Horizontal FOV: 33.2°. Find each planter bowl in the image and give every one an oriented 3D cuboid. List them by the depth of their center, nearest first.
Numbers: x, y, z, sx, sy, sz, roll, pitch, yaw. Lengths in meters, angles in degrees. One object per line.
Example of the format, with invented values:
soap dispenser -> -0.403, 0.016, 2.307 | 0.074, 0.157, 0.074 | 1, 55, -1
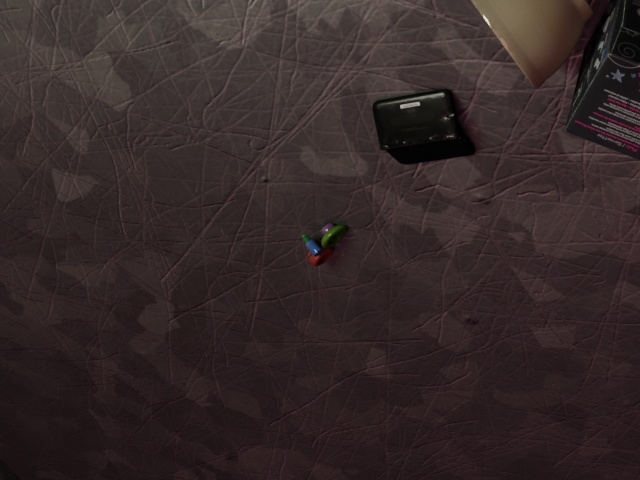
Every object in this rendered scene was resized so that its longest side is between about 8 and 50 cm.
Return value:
planter bowl -> 0.258, -0.280, 1.297 | 0.109, 0.162, 0.162 | -36, 117, 14

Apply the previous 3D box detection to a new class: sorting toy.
sorting toy -> 0.000, 0.000, 1.772 | 0.042, 0.061, 0.102 | 50, 135, 21

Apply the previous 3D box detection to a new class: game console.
game console -> 0.150, -0.163, 1.557 | 0.122, 0.071, 0.107 | -7, 101, 28

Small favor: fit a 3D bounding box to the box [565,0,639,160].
box -> 0.444, -0.183, 1.295 | 0.247, 0.163, 0.142 | 22, 142, 1
